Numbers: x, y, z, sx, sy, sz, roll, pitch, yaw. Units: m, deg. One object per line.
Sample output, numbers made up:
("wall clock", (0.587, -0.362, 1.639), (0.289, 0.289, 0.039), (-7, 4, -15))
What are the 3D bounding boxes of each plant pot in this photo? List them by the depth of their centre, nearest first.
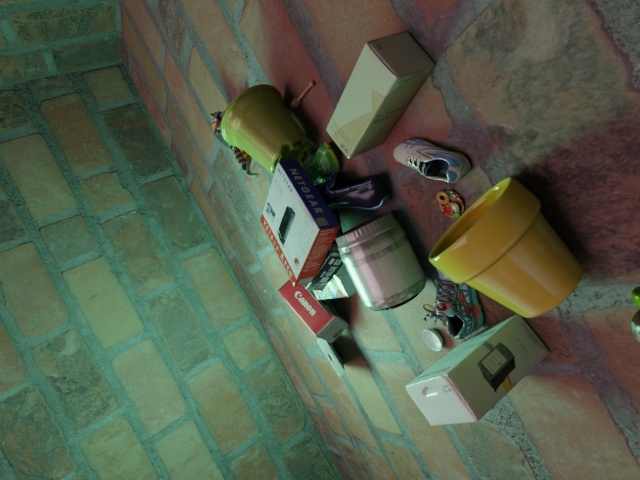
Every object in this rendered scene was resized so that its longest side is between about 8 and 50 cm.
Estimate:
("plant pot", (0.414, 0.030, 0.882), (0.239, 0.254, 0.254), (42, 150, 5))
("plant pot", (-0.179, -0.379, 1.474), (0.254, 0.276, 0.276), (49, 150, 19))

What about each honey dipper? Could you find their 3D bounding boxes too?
("honey dipper", (-0.061, -0.515, 1.412), (0.161, 0.031, 0.030), (-24, 94, 58))

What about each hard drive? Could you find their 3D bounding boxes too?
("hard drive", (0.056, 0.569, 2.035), (0.202, 0.040, 0.307), (58, 177, 8))

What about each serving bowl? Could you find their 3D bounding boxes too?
("serving bowl", (0.396, 0.342, 1.396), (0.083, 0.027, 0.083), (40, 145, 37))

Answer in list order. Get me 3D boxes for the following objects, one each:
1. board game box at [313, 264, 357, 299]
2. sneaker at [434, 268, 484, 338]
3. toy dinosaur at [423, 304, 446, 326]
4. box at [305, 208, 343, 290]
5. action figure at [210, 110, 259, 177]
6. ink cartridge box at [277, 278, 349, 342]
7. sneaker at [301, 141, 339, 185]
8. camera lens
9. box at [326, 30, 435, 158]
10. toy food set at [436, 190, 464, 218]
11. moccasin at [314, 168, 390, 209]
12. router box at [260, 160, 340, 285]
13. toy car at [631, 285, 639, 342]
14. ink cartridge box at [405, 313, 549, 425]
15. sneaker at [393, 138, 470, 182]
("board game box", (0.070, 0.145, 1.652), (0.275, 0.144, 0.141), (-22, 94, 62))
("sneaker", (0.384, 0.167, 1.153), (0.104, 0.125, 0.261), (-8, 108, 61))
("toy dinosaur", (0.382, 0.252, 1.330), (0.082, 0.047, 0.090), (-28, 79, 45))
("box", (0.000, 0.000, 1.524), (0.242, 0.077, 0.307), (124, 146, -47))
("action figure", (-0.384, -0.487, 1.836), (0.330, 0.179, 0.341), (46, 152, 10))
("ink cartridge box", (-0.047, 0.310, 1.886), (0.309, 0.130, 0.272), (44, 180, 32))
("sneaker", (-0.022, -0.247, 1.478), (0.109, 0.124, 0.295), (58, 152, 10))
("camera lens", (0.195, 0.072, 1.288), (0.274, 0.220, 0.219), (64, 153, -3))
("box", (0.144, -0.372, 1.060), (0.121, 0.148, 0.311), (55, 153, 11))
("toy food set", (0.352, -0.097, 1.084), (0.083, 0.020, 0.083), (15, 127, 55))
("moccasin", (0.080, -0.184, 1.357), (0.342, 0.137, 0.116), (4, 127, 38))
("router box", (-0.088, -0.062, 1.416), (0.335, 0.082, 0.301), (59, 143, 32))
("toy car", (0.615, 0.191, 0.710), (0.149, 0.189, 0.154), (-4, 111, 60))
("ink cartridge box", (0.413, 0.348, 1.071), (0.131, 0.307, 0.226), (55, 152, 15))
("sneaker", (0.273, -0.209, 1.051), (0.237, 0.086, 0.085), (31, 141, 47))
